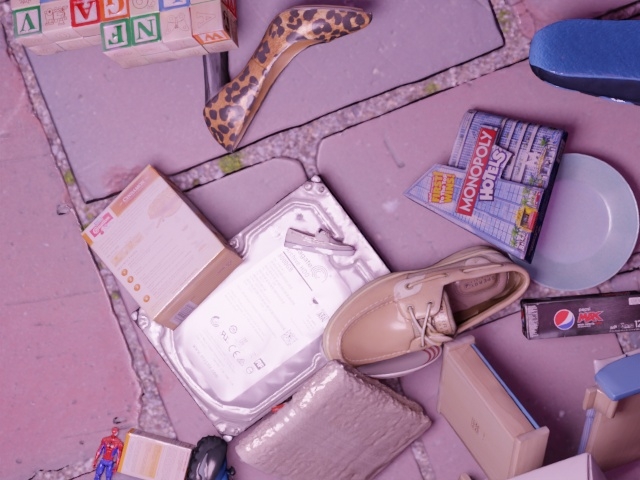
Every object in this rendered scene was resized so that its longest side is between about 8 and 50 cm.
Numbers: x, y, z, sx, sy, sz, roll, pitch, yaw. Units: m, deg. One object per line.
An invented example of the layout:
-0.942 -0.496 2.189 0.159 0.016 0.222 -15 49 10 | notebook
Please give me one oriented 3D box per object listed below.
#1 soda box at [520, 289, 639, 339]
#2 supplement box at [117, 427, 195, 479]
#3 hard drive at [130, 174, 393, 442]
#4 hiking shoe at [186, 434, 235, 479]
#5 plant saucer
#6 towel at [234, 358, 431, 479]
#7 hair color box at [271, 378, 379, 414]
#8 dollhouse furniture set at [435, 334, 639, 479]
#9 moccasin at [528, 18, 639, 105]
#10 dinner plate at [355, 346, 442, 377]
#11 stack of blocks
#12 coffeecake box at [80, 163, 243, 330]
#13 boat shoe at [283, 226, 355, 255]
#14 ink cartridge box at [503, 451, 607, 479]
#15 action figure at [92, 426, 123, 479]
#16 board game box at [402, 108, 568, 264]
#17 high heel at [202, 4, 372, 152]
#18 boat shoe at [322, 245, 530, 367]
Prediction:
0.370 0.105 1.873 0.169 0.060 0.053 -4 94 2 | soda box
-0.238 0.317 1.926 0.098 0.036 0.062 15 93 2 | supplement box
-0.068 0.097 1.894 0.339 0.064 0.237 -36 91 3 | hard drive
-0.129 0.421 1.900 0.132 0.113 0.304 -1 103 -3 | hiking shoe
0.352 -0.026 1.878 0.195 0.037 0.195 0 93 4 | plant saucer
0.024 0.261 1.808 0.187 0.282 0.049 -44 53 7 | towel
0.010 0.226 1.861 0.141 0.072 0.043 -20 86 -26 | hair color box
0.344 0.250 1.875 0.303 0.198 0.286 -15 133 -20 | dollhouse furniture set
0.461 -0.247 1.827 0.342 0.117 0.138 13 81 7 | moccasin
0.101 0.168 1.851 0.141 0.141 0.017 -9 105 3 | dinner plate
-0.273 -0.333 1.838 0.297 0.087 0.171 -8 80 10 | stack of blocks
-0.223 0.009 1.855 0.142 0.068 0.185 -45 63 3 | coffeecake box
0.000 0.000 1.838 0.100 0.035 0.035 9 96 8 | boat shoe
0.241 0.482 1.747 0.395 0.166 0.285 -24 117 23 | ink cartridge box
-0.313 0.329 1.936 0.038 0.030 0.115 15 92 7 | action figure
0.223 -0.085 1.847 0.194 0.060 0.194 15 86 21 | board game box
-0.044 -0.227 1.854 0.261 0.093 0.186 -7 86 19 | high heel
0.146 0.095 1.813 0.302 0.098 0.109 -22 110 -19 | boat shoe
